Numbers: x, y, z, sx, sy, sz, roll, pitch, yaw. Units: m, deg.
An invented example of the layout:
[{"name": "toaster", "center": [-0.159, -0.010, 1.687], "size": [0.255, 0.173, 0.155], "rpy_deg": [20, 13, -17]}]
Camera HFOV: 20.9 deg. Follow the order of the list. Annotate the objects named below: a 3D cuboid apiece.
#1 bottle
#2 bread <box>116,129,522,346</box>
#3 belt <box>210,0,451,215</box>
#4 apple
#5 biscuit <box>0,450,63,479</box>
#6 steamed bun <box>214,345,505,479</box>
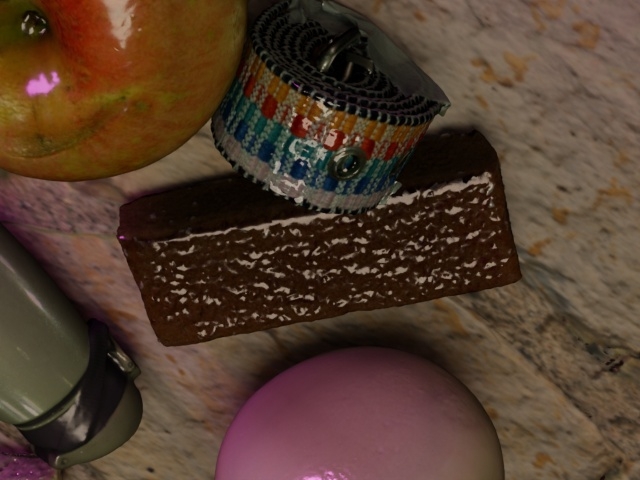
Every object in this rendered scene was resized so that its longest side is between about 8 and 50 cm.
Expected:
[{"name": "bottle", "center": [-0.336, 0.112, 1.907], "size": [0.168, 0.168, 0.347], "rpy_deg": [-32, 122, 15]}, {"name": "bread", "center": [0.000, 0.000, 1.883], "size": [0.417, 0.113, 0.165], "rpy_deg": [-10, 120, 5]}, {"name": "belt", "center": [0.008, -0.134, 1.729], "size": [0.207, 0.257, 0.150], "rpy_deg": [32, 115, 5]}, {"name": "apple", "center": [-0.227, -0.226, 1.624], "size": [0.340, 0.339, 0.339], "rpy_deg": [-1, 121, -2]}, {"name": "biscuit", "center": [-0.443, 0.328, 2.074], "size": [0.281, 0.084, 0.179], "rpy_deg": [-1, 125, 0]}, {"name": "steamed bun", "center": [0.040, 0.256, 1.917], "size": [0.324, 0.324, 0.206], "rpy_deg": [-16, 132, 7]}]
